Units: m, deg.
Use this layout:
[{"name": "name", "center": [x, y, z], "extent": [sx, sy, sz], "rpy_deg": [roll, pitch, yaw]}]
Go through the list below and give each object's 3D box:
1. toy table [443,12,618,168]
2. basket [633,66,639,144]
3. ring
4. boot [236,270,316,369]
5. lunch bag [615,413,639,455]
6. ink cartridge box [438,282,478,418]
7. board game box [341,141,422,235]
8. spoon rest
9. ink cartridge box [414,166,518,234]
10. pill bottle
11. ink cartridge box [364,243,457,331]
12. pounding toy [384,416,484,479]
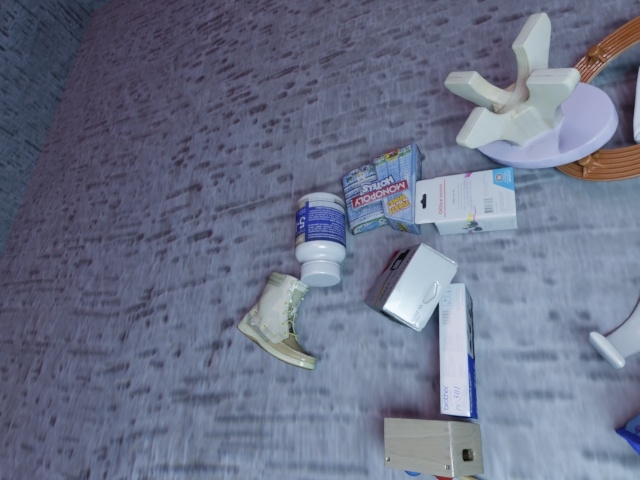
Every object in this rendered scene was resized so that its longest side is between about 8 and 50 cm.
[{"name": "toy table", "center": [0.353, -0.242, 0.728], "extent": [0.274, 0.161, 0.252], "rpy_deg": [13, 76, 56]}, {"name": "basket", "center": [0.596, -0.222, 0.656], "extent": [0.113, 0.103, 0.167], "rpy_deg": [-13, 57, 60]}, {"name": "ring", "center": [0.522, -0.253, 0.670], "extent": [0.336, 0.032, 0.336], "rpy_deg": [-46, 31, 38]}, {"name": "boot", "center": [-0.066, 0.163, 0.868], "extent": [0.213, 0.077, 0.165], "rpy_deg": [23, 77, 37]}, {"name": "lunch bag", "center": [0.476, 0.196, 0.422], "extent": [0.221, 0.293, 0.138], "rpy_deg": [-39, 55, 6]}, {"name": "ink cartridge box", "center": [0.230, 0.184, 0.682], "extent": [0.046, 0.097, 0.206], "rpy_deg": [-6, 64, 26]}, {"name": "board game box", "center": [0.142, -0.091, 0.887], "extent": [0.194, 0.060, 0.193], "rpy_deg": [-19, 58, 20]}, {"name": "spoon rest", "center": [0.516, 0.100, 0.592], "extent": [0.277, 0.084, 0.137], "rpy_deg": [-28, 57, -2]}, {"name": "ink cartridge box", "center": [0.283, -0.073, 0.799], "extent": [0.182, 0.061, 0.104], "rpy_deg": [-4, 64, 26]}, {"name": "pill bottle", "center": [0.000, 0.000, 0.887], "extent": [0.112, 0.112, 0.186], "rpy_deg": [-13, 61, 23]}, {"name": "ink cartridge box", "center": [0.153, 0.080, 0.723], "extent": [0.073, 0.175, 0.127], "rpy_deg": [32, 83, 0]}, {"name": "pounding toy", "center": [0.190, 0.331, 0.625], "extent": [0.130, 0.141, 0.100], "rpy_deg": [-16, 59, 38]}]
